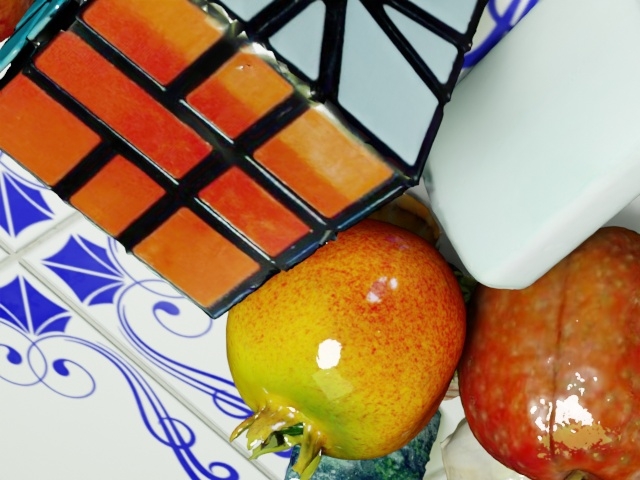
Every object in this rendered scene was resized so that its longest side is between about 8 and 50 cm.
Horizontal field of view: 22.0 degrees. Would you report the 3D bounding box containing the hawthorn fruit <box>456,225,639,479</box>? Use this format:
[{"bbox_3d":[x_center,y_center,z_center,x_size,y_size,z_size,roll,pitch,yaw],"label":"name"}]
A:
[{"bbox_3d":[0.252,0.112,1.495,0.258,0.262,0.258,-1,132,-2],"label":"hawthorn fruit"}]

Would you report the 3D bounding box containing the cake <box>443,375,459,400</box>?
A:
[{"bbox_3d":[0.065,0.118,1.698,0.287,0.135,0.098,13,122,-3],"label":"cake"}]

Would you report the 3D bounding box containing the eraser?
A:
[{"bbox_3d":[0.205,-0.106,1.360,0.104,0.189,0.290,10,145,-30],"label":"eraser"}]

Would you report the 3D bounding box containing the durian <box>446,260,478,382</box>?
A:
[{"bbox_3d":[0.089,0.075,1.587,0.186,0.119,0.108,3,149,-1],"label":"durian"}]

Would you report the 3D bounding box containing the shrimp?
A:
[{"bbox_3d":[0.000,0.000,1.640,0.248,0.068,0.150,-1,137,17],"label":"shrimp"}]

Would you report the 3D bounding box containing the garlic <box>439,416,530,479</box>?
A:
[{"bbox_3d":[0.239,0.272,1.719,0.203,0.185,0.281,-12,128,4],"label":"garlic"}]

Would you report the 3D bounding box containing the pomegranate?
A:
[{"bbox_3d":[0.012,0.098,1.448,0.221,0.257,0.221,25,150,15],"label":"pomegranate"}]

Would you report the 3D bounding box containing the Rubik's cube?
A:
[{"bbox_3d":[-0.069,-0.161,1.350,0.293,0.288,0.283,40,135,-20],"label":"Rubik's cube"}]

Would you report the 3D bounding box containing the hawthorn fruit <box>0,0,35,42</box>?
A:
[{"bbox_3d":[-0.320,-0.233,1.468,0.148,0.172,0.148,1,131,2],"label":"hawthorn fruit"}]

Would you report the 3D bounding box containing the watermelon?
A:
[{"bbox_3d":[0.027,0.279,1.789,0.148,0.318,0.226,18,178,0],"label":"watermelon"}]
